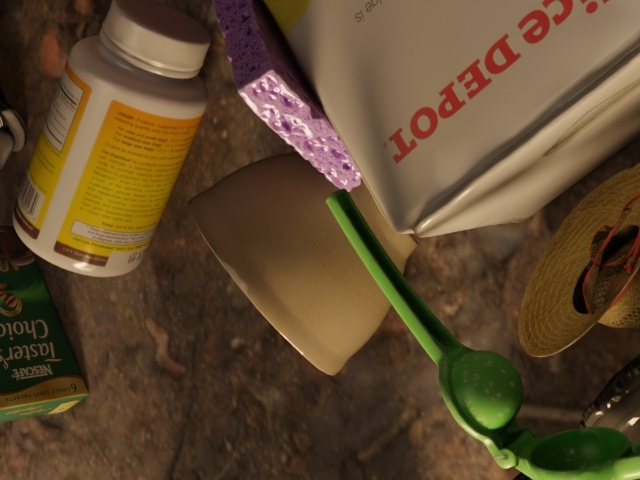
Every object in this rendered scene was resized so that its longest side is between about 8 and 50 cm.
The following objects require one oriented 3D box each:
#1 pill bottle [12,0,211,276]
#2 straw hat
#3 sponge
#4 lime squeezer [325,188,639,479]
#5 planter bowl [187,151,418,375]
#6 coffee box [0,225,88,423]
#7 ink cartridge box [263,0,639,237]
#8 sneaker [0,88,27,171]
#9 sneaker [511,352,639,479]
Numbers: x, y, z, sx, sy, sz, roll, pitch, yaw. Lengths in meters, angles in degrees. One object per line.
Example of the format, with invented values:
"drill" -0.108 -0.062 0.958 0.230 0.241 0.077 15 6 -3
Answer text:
"pill bottle" -0.166 -0.086 1.034 0.117 0.117 0.215 40 116 30
"straw hat" 0.190 0.025 0.786 0.061 0.144 0.144 30 119 -12
"sponge" -0.026 -0.133 0.862 0.031 0.117 0.210 -36 40 18
"lime squeezer" 0.116 0.083 0.704 0.310 0.059 0.110 29 139 26
"planter bowl" 0.000 0.000 0.897 0.109 0.162 0.162 -39 67 5
"coffee box" -0.292 0.074 1.153 0.040 0.113 0.184 -35 70 32
"ink cartridge box" 0.093 -0.232 0.785 0.279 0.160 0.384 -40 69 35
"sneaker" -0.372 -0.106 1.206 0.153 0.101 0.268 47 150 -5
"sneaker" 0.205 0.149 0.774 0.130 0.109 0.286 47 128 18
